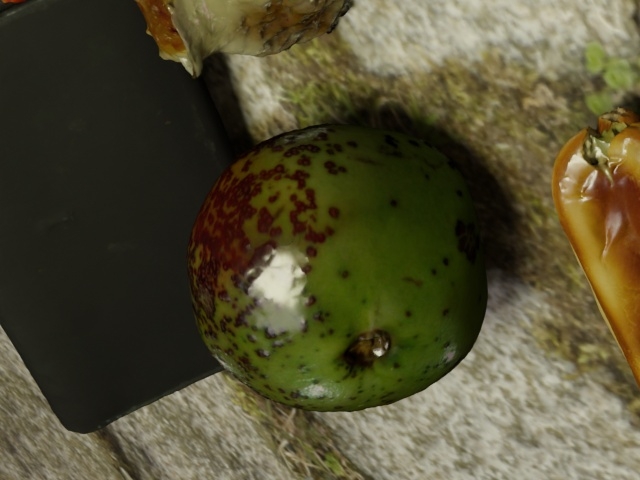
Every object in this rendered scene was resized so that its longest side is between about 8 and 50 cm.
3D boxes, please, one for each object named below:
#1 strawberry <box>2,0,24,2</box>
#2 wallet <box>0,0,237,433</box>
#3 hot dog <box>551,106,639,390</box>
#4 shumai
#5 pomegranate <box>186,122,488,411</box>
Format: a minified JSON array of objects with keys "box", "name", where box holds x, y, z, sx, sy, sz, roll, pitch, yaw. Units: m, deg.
[{"box":[-0.158,-0.239,0.839,0.187,0.184,0.201,34,107,-3],"name":"strawberry"},{"box":[-0.168,-0.025,1.059,0.062,0.228,0.406,56,171,44],"name":"wallet"},{"box":[0.221,0.024,0.878,0.100,0.068,0.249,-5,127,35],"name":"hot dog"},{"box":[-0.061,-0.162,0.912,0.145,0.116,0.145,26,145,20],"name":"shumai"},{"box":[0.000,0.000,0.985,0.248,0.214,0.214,-123,15,-49],"name":"pomegranate"}]
